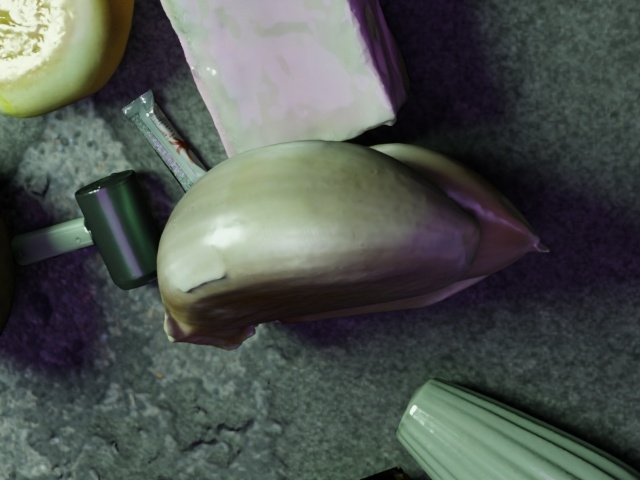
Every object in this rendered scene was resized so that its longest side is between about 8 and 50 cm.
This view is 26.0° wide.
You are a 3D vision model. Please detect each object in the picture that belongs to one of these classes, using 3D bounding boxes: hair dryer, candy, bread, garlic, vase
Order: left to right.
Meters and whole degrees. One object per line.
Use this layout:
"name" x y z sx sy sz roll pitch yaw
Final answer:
"bread" -0.258 -0.202 1.167 0.213 0.105 0.213 5 109 16
"hair dryer" -0.236 0.005 1.270 0.197 0.057 0.100 -12 105 26
"candy" -0.040 -0.200 1.112 0.155 0.116 0.265 -18 105 16
"garlic" 0.001 0.001 1.101 0.325 0.279 0.132 -20 79 27
"vase" 0.179 0.211 1.198 0.248 0.128 0.128 35 113 10

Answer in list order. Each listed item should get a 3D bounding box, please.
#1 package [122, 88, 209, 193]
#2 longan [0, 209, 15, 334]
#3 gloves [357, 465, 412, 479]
"package" -0.131 -0.081 1.225 0.037 0.015 0.110 -34 99 21
"longan" -0.363 0.018 1.215 0.198 0.198 0.213 -11 92 17
"gloves" 0.075 0.380 1.259 0.203 0.155 0.356 -24 101 19
